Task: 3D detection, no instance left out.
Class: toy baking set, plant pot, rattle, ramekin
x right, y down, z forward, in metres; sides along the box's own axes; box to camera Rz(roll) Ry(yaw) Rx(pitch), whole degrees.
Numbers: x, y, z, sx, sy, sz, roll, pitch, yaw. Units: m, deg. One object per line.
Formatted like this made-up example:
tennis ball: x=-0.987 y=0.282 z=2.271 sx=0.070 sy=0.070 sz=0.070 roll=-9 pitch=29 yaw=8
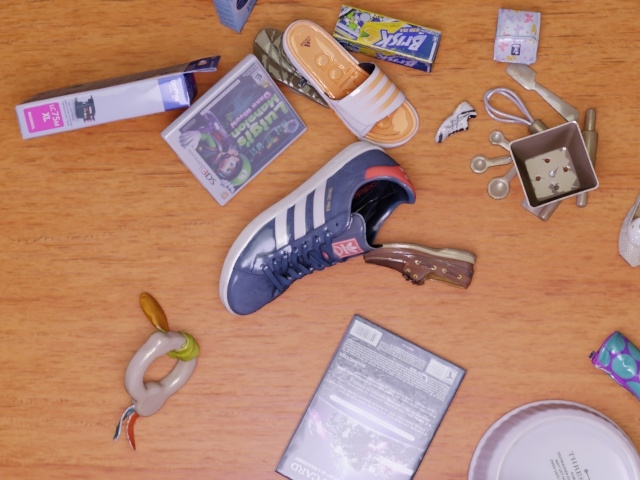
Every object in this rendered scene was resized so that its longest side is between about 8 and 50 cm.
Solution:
toy baking set: x=0.347 y=-0.162 z=1.947 sx=0.197 sy=0.030 sz=0.256 roll=12 pitch=80 yaw=5
plant pot: x=0.357 y=-0.109 z=1.877 sx=0.109 sy=0.096 sz=0.109 roll=-18 pitch=82 yaw=7
rattle: x=-0.288 y=0.204 z=1.890 sx=0.143 sy=0.130 sz=0.199 roll=35 pitch=110 yaw=19
ramekin: x=0.356 y=0.367 z=1.800 sx=0.273 sy=0.127 sz=0.272 roll=-1 pitch=80 yaw=3

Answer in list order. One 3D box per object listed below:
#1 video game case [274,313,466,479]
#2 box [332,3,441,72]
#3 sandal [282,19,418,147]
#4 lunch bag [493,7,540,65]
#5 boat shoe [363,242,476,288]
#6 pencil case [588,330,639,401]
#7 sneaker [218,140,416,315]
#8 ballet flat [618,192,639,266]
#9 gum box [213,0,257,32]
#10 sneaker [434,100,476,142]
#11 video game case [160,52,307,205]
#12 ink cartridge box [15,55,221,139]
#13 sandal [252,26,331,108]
video game case: x=0.078 y=0.278 z=1.881 sx=0.196 sy=0.026 sz=0.274 roll=27 pitch=83 yaw=7
box: x=0.108 y=-0.327 z=1.975 sx=0.169 sy=0.054 sz=0.059 roll=16 pitch=80 yaw=6
sandal: x=0.047 y=-0.248 z=1.929 sx=0.265 sy=0.076 sz=0.102 roll=41 pitch=81 yaw=-7
lunch bag: x=0.318 y=-0.328 z=1.968 sx=0.071 sy=0.053 sz=0.083 roll=8 pitch=87 yaw=6
boat shoe: x=0.153 y=0.040 z=1.901 sx=0.178 sy=0.064 sz=0.060 roll=7 pitch=78 yaw=1
pencil case: x=0.483 y=0.211 z=1.855 sx=0.152 sy=0.064 sz=0.070 roll=43 pitch=68 yaw=9
sneaker: x=0.000 y=0.000 z=1.859 sx=0.350 sy=0.131 sz=0.148 roll=-45 pitch=48 yaw=-5
ballet flat: x=0.510 y=-0.042 z=1.906 sx=0.057 sy=0.052 sz=0.168 roll=19 pitch=81 yaw=6
gum box: x=-0.120 y=-0.436 z=1.939 sx=0.041 sy=0.184 sz=0.157 roll=26 pitch=82 yaw=7
sneaker: x=0.218 y=-0.185 z=1.956 sx=0.037 sy=0.032 sz=0.083 roll=40 pitch=84 yaw=9
video game case: x=-0.132 y=-0.171 z=1.911 sx=0.190 sy=0.173 sz=0.022 roll=-43 pitch=42 yaw=-5
ink cartridge box: x=-0.305 y=-0.226 z=1.908 sx=0.311 sy=0.186 sz=0.065 roll=-14 pitch=104 yaw=1
sandal: x=-0.036 y=-0.274 z=1.979 sx=0.180 sy=0.049 sz=0.072 roll=35 pitch=84 yaw=-7
